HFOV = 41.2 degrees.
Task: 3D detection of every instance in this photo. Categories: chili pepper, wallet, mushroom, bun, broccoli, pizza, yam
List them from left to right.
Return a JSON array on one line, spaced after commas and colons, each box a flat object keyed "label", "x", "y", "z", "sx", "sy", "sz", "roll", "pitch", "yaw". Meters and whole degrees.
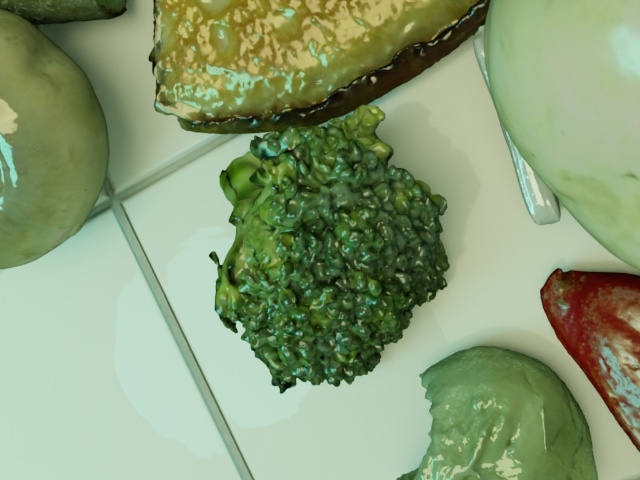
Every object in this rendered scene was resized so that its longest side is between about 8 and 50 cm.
[{"label": "mushroom", "x": -0.400, "y": -0.080, "z": 0.861, "sx": 0.314, "sy": 0.336, "sz": 0.314, "roll": 13, "pitch": 123, "yaw": 21}, {"label": "yam", "x": -0.308, "y": -0.286, "z": 0.920, "sx": 0.194, "sy": 0.107, "sz": 0.107, "roll": 0, "pitch": 99, "yaw": 20}, {"label": "pizza", "x": -0.024, "y": -0.260, "z": 0.839, "sx": 0.435, "sy": 0.080, "sz": 0.392, "roll": 33, "pitch": 108, "yaw": 13}, {"label": "broccoli", "x": 0.000, "y": 0.000, "z": 0.835, "sx": 0.288, "sy": 0.248, "sz": 0.245, "roll": -55, "pitch": 43, "yaw": 29}, {"label": "bun", "x": 0.159, "y": 0.215, "z": 0.824, "sx": 0.204, "sy": 0.126, "sz": 0.212, "roll": -18, "pitch": 92, "yaw": 19}, {"label": "wallet", "x": 0.180, "y": -0.105, "z": 0.780, "sx": 0.033, "sy": 0.095, "sz": 0.190, "roll": -18, "pitch": 93, "yaw": 14}, {"label": "chili pepper", "x": 0.311, "y": 0.109, "z": 0.766, "sx": 0.252, "sy": 0.136, "sz": 0.144, "roll": 50, "pitch": 146, "yaw": 15}, {"label": "mushroom", "x": 0.293, "y": -0.121, "z": 0.639, "sx": 0.353, "sy": 0.353, "sz": 0.325, "roll": 30, "pitch": 129, "yaw": 13}]
